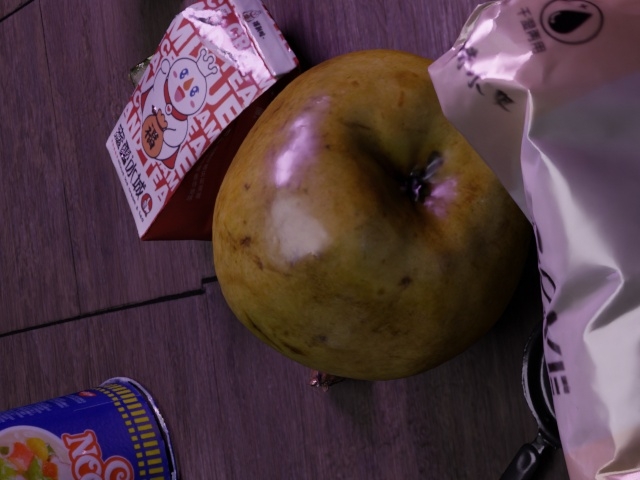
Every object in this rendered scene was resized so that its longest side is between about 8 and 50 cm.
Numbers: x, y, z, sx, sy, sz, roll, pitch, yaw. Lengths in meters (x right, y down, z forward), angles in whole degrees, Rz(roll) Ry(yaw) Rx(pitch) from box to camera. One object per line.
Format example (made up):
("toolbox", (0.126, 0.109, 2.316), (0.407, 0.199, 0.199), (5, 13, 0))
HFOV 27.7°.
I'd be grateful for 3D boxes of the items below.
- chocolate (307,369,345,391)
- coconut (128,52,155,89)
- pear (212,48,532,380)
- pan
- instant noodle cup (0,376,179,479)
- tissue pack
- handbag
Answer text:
("chocolate", (0.007, 0.000, 1.437), (0.102, 0.065, 0.329), (-178, 86, -71))
("coconut", (-0.186, -0.194, 1.658), (0.158, 0.055, 0.133), (12, 103, 51))
("pear", (0.047, -0.013, 1.221), (0.304, 0.304, 0.304), (5, 97, 50))
("pan", (0.220, 0.168, 1.211), (0.136, 0.028, 0.235), (50, 125, 37))
("instant noodle cup", (-0.394, 0.335, 1.749), (0.284, 0.312, 0.284), (4, 95, 51))
("tissue pack", (0.300, -0.006, 0.871), (0.195, 0.390, 0.376), (128, 128, -80))
("handbag", (-0.113, -0.144, 1.503), (0.298, 0.151, 0.171), (-52, 50, 37))
